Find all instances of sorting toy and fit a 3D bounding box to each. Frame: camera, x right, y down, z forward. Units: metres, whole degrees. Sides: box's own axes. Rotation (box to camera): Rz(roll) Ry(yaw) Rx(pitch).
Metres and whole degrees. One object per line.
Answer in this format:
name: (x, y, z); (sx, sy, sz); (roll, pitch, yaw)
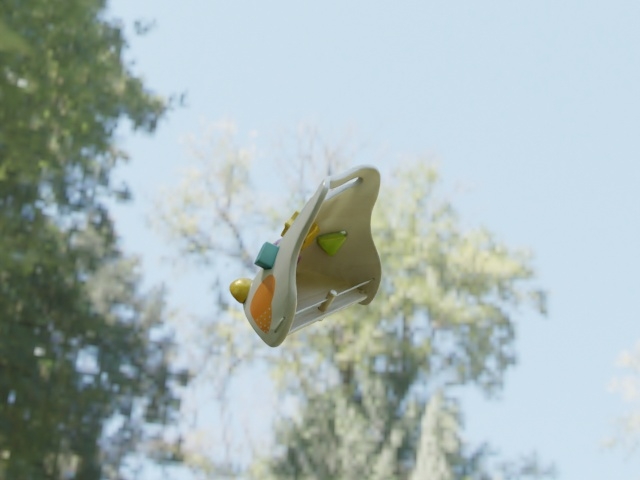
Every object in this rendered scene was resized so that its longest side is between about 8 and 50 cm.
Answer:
sorting toy: (0.000, 0.000, 0.747); (0.045, 0.083, 0.075); (36, -61, 20)
